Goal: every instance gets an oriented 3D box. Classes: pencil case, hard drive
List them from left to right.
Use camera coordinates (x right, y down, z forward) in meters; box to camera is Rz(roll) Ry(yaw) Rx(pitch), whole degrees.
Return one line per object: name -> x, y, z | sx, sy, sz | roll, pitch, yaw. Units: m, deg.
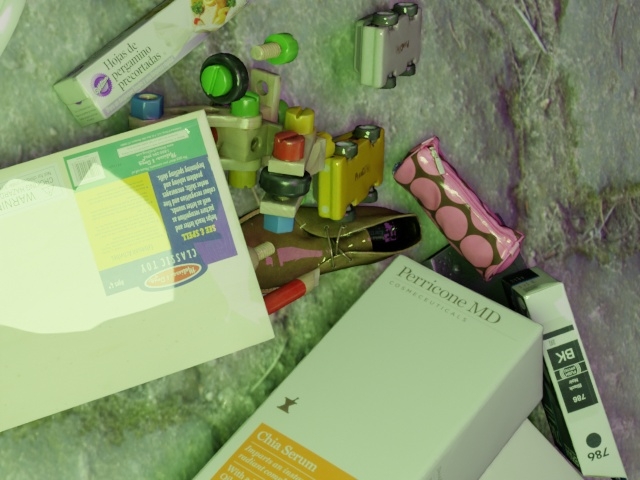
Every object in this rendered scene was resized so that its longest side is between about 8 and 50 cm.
pencil case -> 0.193, -0.046, 1.916 | 0.209, 0.098, 0.095 | 47, 55, 4
hard drive -> 0.244, 0.108, 2.005 | 0.172, 0.054, 0.254 | -33, 104, -35

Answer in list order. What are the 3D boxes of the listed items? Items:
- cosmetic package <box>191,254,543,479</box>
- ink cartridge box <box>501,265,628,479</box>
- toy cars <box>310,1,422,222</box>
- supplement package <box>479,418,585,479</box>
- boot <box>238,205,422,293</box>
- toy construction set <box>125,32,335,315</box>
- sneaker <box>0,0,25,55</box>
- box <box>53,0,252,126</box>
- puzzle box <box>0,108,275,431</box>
cosmetic package -> 0.060, 0.252, 1.706 | 0.453, 0.230, 0.161 | -46, 148, -29
ink cartridge box -> 0.342, 0.207, 1.929 | 0.065, 0.165, 0.332 | -21, 97, -2
toy cars -> 0.048, -0.180, 1.849 | 0.176, 0.087, 0.393 | 69, 34, -56
supplement package -> 0.253, 0.379, 1.903 | 0.293, 0.175, 0.177 | 47, 61, -23
boot -> 0.000, 0.000, 1.799 | 0.305, 0.115, 0.112 | -12, 94, -36
toy construction set -> -0.064, -0.082, 1.684 | 0.237, 0.257, 0.308 | -25, 102, -56
sneaker -> -0.432, -0.243, 1.506 | 0.169, 0.108, 0.292 | 32, 68, -33
box -> -0.187, -0.257, 1.718 | 0.324, 0.067, 0.063 | -44, 110, -31
puzzle box -> -0.279, 0.043, 1.518 | 0.409, 0.052, 0.272 | -18, 95, -11
